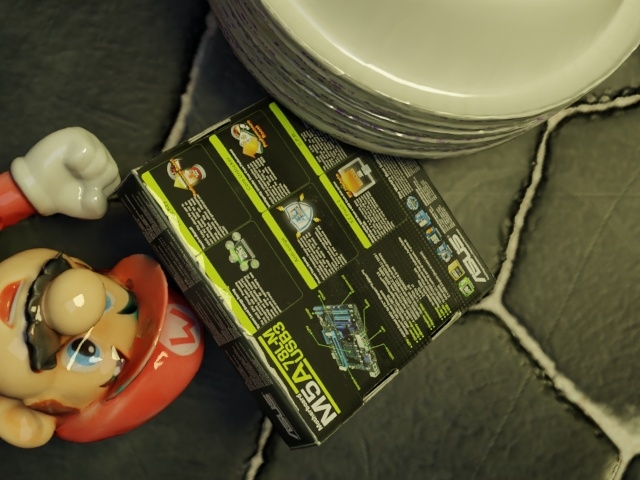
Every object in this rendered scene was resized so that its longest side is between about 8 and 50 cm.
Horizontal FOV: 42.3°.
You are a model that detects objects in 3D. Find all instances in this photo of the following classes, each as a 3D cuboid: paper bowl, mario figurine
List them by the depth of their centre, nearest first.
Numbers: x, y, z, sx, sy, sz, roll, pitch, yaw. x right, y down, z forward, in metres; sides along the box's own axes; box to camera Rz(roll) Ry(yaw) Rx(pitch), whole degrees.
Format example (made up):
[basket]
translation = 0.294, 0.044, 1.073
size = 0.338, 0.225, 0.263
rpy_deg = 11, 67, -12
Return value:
[mario figurine]
translation = -0.209, 0.023, 0.453
size = 0.321, 0.170, 0.198
rpy_deg = 17, 99, -26
[paper bowl]
translation = 0.074, -0.201, 0.486
size = 0.284, 0.148, 0.284
rpy_deg = 3, 78, -14

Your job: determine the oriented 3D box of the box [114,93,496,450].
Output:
[box]
translation = 0.000, 0.000, 0.523
size = 0.184, 0.045, 0.190
rpy_deg = -36, 94, -31
